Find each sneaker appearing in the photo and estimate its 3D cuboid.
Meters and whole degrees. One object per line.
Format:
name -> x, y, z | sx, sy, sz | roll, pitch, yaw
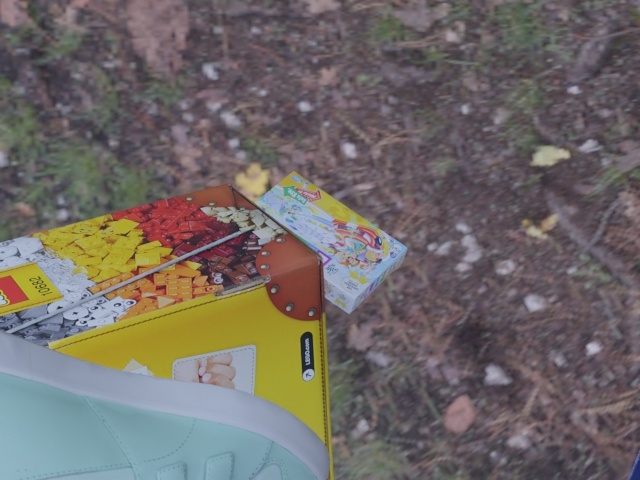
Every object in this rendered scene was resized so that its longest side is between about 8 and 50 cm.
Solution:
sneaker -> -0.097, 0.133, 0.585 | 0.094, 0.256, 0.151 | -18, 63, 40

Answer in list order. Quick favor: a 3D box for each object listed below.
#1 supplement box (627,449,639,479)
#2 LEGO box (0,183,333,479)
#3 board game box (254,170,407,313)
supplement box -> 0.460, 0.328, 1.349 | 0.195, 0.194, 0.356 | 0, 139, 44
LEGO box -> -0.191, 0.243, 1.298 | 0.193, 0.373, 0.500 | 38, 137, 52
board game box -> 0.000, 0.000, 1.426 | 0.154, 0.103, 0.026 | 34, 137, 15
